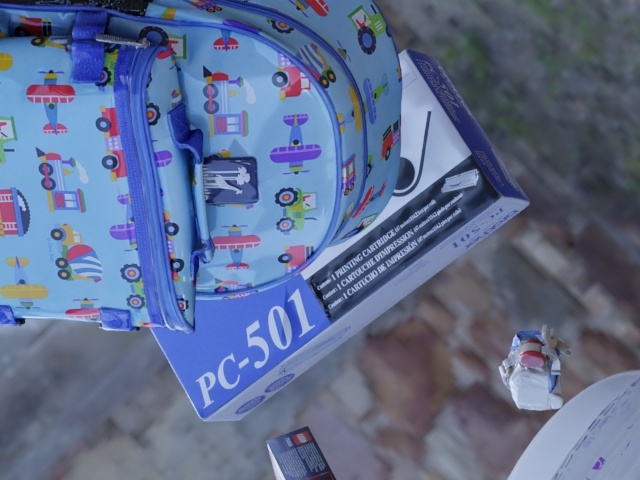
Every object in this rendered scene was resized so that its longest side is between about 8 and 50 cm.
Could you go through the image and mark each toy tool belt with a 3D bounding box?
[{"bbox_3d":[0.159,0.087,1.468,0.052,0.051,0.083,2,144,10],"label":"toy tool belt"}]

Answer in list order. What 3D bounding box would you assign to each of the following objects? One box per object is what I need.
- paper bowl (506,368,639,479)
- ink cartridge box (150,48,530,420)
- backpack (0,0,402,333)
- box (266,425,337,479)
[{"bbox_3d":[0.205,0.192,1.180,0.148,0.284,0.284,27,163,37],"label":"paper bowl"},{"bbox_3d":[0.000,0.000,1.051,0.097,0.207,0.046,59,-160,17],"label":"ink cartridge box"},{"bbox_3d":[-0.057,-0.040,0.800,0.117,0.173,0.158,-72,-15,-58],"label":"backpack"},{"bbox_3d":[0.011,0.174,1.037,0.137,0.027,0.094,-122,16,-54],"label":"box"}]
